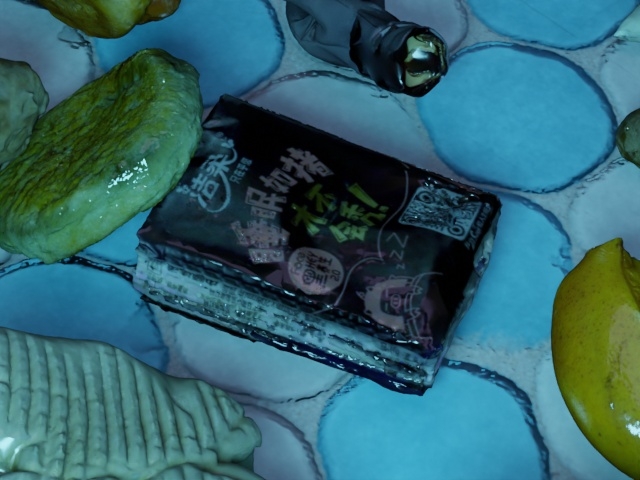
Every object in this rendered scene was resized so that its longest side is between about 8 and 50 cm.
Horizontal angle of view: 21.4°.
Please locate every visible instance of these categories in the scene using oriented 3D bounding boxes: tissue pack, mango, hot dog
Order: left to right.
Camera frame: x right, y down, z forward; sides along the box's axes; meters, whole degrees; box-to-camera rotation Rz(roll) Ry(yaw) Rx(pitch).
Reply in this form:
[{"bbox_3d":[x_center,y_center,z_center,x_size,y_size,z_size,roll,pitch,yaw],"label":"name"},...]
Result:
[{"bbox_3d":[-0.257,-0.318,1.920,0.257,0.153,0.150,29,84,31],"label":"hot dog"},{"bbox_3d":[0.000,0.000,1.712,0.332,0.123,0.245,20,50,8],"label":"tissue pack"},{"bbox_3d":[0.305,0.128,1.625,0.154,0.126,0.252,-3,58,-20],"label":"mango"}]

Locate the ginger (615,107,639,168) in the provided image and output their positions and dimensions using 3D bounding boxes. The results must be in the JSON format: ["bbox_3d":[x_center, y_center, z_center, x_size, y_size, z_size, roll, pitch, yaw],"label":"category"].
[{"bbox_3d":[0.410,-0.140,1.874,0.204,0.080,0.104,-34,37,-29],"label":"ginger"}]

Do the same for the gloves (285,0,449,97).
[{"bbox_3d":[0.036,-0.244,1.898,0.142,0.119,0.285,18,24,-36],"label":"gloves"}]

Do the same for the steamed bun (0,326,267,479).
[{"bbox_3d":[-0.209,0.255,1.407,0.368,0.255,0.342,22,28,-23],"label":"steamed bun"}]

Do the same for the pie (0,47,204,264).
[{"bbox_3d":[-0.229,-0.085,1.730,0.277,0.078,0.277,-31,32,22],"label":"pie"}]

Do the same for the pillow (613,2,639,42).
[{"bbox_3d":[0.444,-0.309,2.013,0.144,0.078,0.254,11,50,17],"label":"pillow"}]

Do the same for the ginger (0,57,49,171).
[{"bbox_3d":[-0.426,-0.079,1.694,0.256,0.176,0.375,15,72,5],"label":"ginger"}]
